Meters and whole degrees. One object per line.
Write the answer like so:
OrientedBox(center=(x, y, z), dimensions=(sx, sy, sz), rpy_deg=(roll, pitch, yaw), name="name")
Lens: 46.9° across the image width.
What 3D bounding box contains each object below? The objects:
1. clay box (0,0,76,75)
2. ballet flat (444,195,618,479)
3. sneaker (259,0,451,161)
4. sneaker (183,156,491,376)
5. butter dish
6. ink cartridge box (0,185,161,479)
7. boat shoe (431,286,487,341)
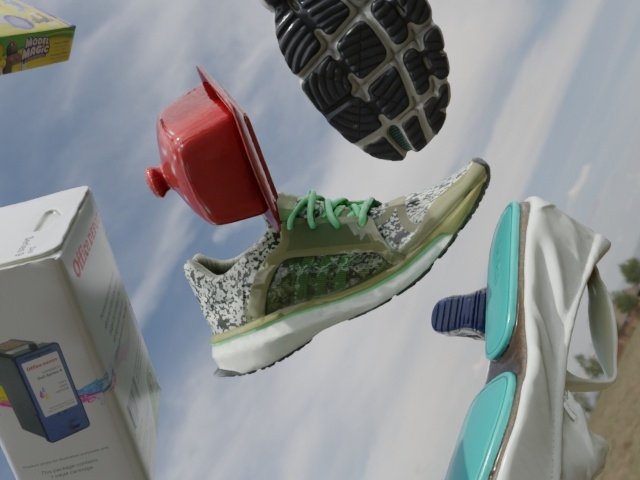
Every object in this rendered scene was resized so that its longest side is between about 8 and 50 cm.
OrientedBox(center=(-0.390, -0.232, 0.817), dimensions=(0.053, 0.128, 0.222), rpy_deg=(-67, -6, 24), name="clay box")
OrientedBox(center=(0.200, 0.135, 0.661), dimensions=(0.139, 0.139, 0.400), rpy_deg=(79, -154, -56), name="ballet flat")
OrientedBox(center=(0.006, -0.187, 0.549), dimensions=(0.107, 0.275, 0.110), rpy_deg=(-33, 7, 12), name="sneaker")
OrientedBox(center=(0.000, 0.000, 0.853), dimensions=(0.410, 0.182, 0.158), rpy_deg=(-33, 6, 15), name="sneaker")
OrientedBox(center=(-0.126, -0.081, 0.772), dimensions=(0.118, 0.160, 0.159), rpy_deg=(-24, -55, -9), name="butter dish")
OrientedBox(center=(-0.199, 0.083, 0.578), dimensions=(0.154, 0.093, 0.212), rpy_deg=(-112, 10, -66), name="ink cartridge box")
OrientedBox(center=(0.213, 0.091, 0.884), dimensions=(0.066, 0.183, 0.066), rpy_deg=(15, -99, -26), name="boat shoe")
